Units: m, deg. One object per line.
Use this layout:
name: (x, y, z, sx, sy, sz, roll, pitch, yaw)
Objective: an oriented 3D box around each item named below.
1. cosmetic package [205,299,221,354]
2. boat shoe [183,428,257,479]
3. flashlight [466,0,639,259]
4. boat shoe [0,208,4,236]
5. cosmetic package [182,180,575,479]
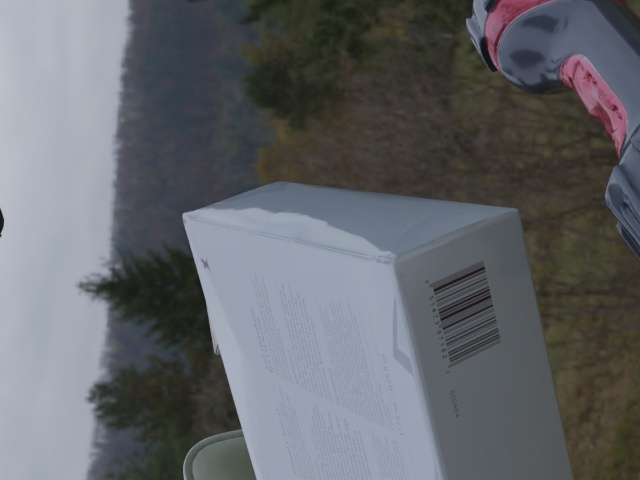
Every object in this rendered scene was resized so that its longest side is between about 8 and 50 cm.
cosmetic package: (-0.087, 0.065, 1.128, 0.115, 0.060, 0.041, -104, 26, -44)
boat shoe: (0.012, 0.279, 1.253, 0.113, 0.340, 0.127, 96, 161, -47)
flashlight: (0.174, -0.086, 0.658, 0.304, 0.103, 0.103, -104, -11, -51)
boat shoe: (-0.475, 0.014, 1.425, 0.258, 0.109, 0.089, -56, -36, -70)
cosmetic package: (0.047, 0.156, 0.714, 0.284, 0.097, 0.377, 11, 118, 58)
